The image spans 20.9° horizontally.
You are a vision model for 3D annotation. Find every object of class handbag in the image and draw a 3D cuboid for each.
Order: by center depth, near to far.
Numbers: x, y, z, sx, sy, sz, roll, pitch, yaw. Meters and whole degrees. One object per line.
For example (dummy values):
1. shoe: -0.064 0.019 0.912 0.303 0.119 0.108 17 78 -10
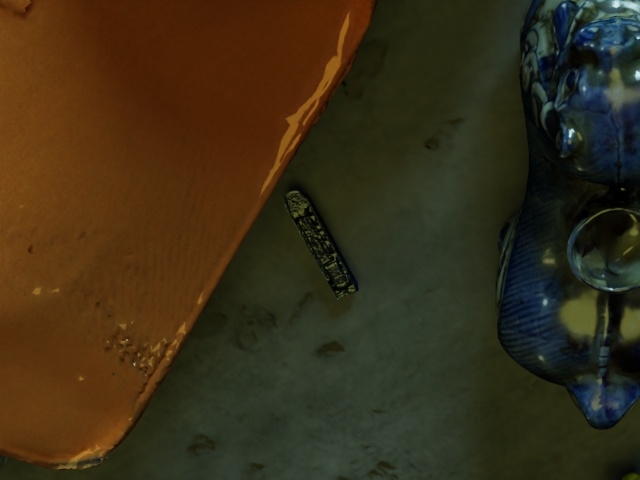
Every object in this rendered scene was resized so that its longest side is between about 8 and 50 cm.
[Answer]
1. handbag: -0.178 -0.066 1.031 0.304 0.116 0.410 22 112 -27

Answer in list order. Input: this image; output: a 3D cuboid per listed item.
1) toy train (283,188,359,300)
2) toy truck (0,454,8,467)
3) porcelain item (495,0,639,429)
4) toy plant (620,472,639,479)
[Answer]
1. toy train: 0.000 0.000 1.147 0.017 0.017 0.083 -24 108 16
2. toy truck: -0.342 0.157 1.215 0.243 0.125 0.101 -16 109 15
3. porcelain item: 0.176 -0.026 1.017 0.138 0.186 0.288 4 115 6
4. toy plant: 0.242 0.230 1.171 0.093 0.093 0.162 -27 104 19
